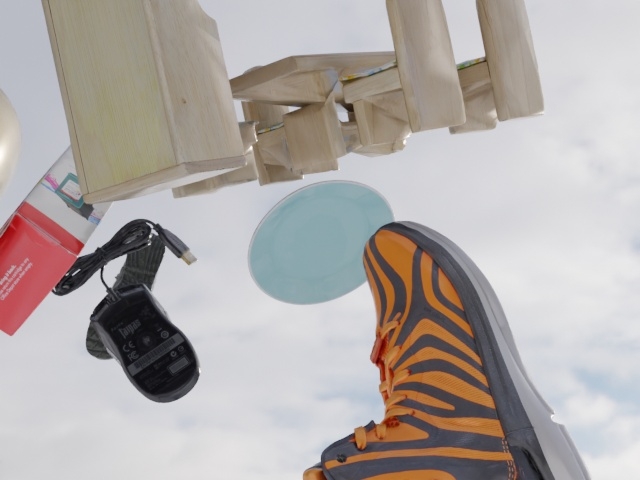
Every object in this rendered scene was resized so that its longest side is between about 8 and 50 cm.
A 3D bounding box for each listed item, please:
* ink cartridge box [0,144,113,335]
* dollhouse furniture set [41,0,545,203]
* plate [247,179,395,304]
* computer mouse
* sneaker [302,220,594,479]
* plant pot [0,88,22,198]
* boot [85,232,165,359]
[{"bbox_3d":[-0.294,0.004,1.117,0.078,0.231,0.134,38,-62,-12],"label":"ink cartridge box"},{"bbox_3d":[-0.053,-0.195,1.059,0.362,0.256,0.394,-11,1,45],"label":"dollhouse furniture set"},{"bbox_3d":[0.000,0.000,1.299,0.188,0.024,0.188,-12,-50,-15],"label":"plate"},{"bbox_3d":[-0.230,0.095,1.490,0.262,0.184,0.060,45,-18,18],"label":"computer mouse"},{"bbox_3d":[0.060,0.120,0.809,0.180,0.321,0.124,-16,-42,-14],"label":"sneaker"},{"bbox_3d":[-0.552,-0.090,1.425,0.284,0.191,0.284,-3,-48,-4],"label":"plant pot"},{"bbox_3d":[-0.329,0.116,1.843,0.083,0.246,0.161,22,-29,-3],"label":"boot"}]
